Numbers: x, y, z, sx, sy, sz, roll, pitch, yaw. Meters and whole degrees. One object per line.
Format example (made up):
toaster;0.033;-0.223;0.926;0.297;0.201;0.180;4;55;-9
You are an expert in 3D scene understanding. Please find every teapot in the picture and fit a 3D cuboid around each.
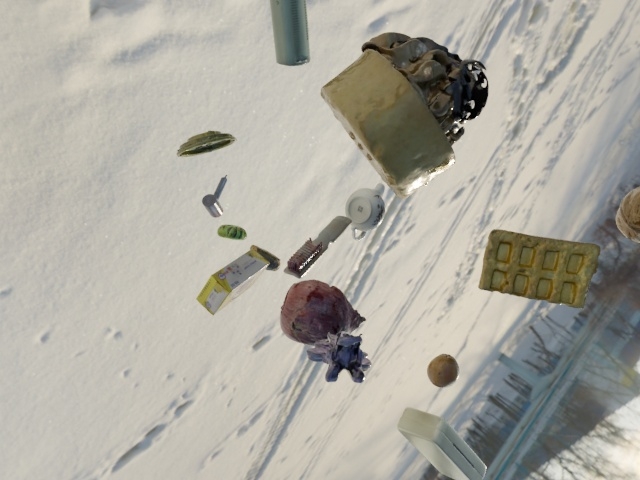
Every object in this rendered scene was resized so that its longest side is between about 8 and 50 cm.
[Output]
teapot;0.217;-0.136;2.203;0.166;0.209;0.299;-31;143;-55

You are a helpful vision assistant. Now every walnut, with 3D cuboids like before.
walnut;0.910;-0.080;1.212;0.207;0.167;0.167;-27;147;-13

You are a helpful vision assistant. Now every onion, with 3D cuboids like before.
onion;0.009;0.253;1.437;0.120;0.284;0.226;-86;-176;-64

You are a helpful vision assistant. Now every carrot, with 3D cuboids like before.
carrot;-0.252;0.084;2.015;0.173;0.082;0.082;32;95;-43

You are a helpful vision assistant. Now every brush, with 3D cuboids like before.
brush;0.000;0.000;1.320;0.321;0.060;0.050;-46;147;-45

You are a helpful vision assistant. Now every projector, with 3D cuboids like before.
projector;-0.090;-0.675;1.258;0.108;0.108;0.337;-34;137;-33

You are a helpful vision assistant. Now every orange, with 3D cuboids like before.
orange;0.301;0.320;1.099;0.085;0.085;0.085;-38;150;-28

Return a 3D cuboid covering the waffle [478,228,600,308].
waffle;0.556;0.069;1.154;0.057;0.275;0.167;-36;135;-80

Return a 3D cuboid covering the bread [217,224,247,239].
bread;-0.428;-0.041;2.174;0.130;0.139;0.071;12;91;-51

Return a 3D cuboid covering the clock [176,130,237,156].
clock;-0.436;-0.373;1.699;0.237;0.237;0.056;-22;98;-46

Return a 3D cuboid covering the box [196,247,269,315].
box;-0.337;0.156;1.740;0.168;0.097;0.265;-50;173;34

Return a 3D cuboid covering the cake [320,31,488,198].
cake;0.210;-0.300;0.980;0.321;0.332;0.332;-38;154;7

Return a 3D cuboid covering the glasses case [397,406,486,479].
glasses case;0.341;0.579;1.248;0.312;0.131;0.070;50;58;-30

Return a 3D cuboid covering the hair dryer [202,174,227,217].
hair dryer;-0.259;-0.120;1.143;0.063;0.037;0.114;74;32;-64

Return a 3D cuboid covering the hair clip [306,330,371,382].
hair clip;0.039;0.229;0.902;0.278;0.137;0.090;90;5;-79
